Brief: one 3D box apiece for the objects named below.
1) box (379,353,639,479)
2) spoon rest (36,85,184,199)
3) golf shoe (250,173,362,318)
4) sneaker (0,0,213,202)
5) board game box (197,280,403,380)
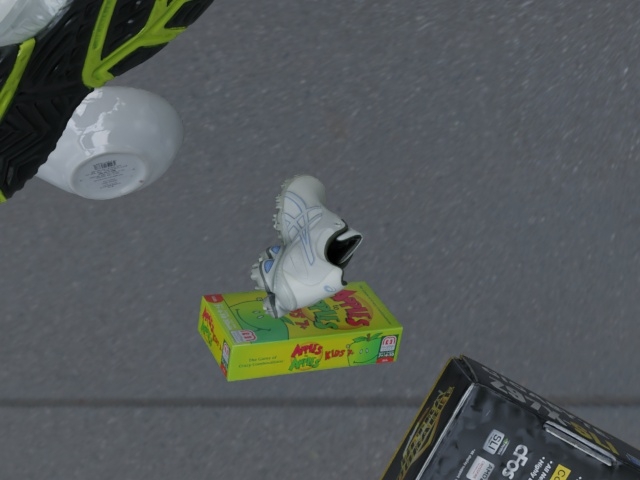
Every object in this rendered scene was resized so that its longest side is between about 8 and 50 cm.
[{"bbox_3d":[0.113,0.267,0.740,0.257,0.079,0.322,28,95,-7],"label":"box"},{"bbox_3d":[-0.257,-0.076,1.122,0.276,0.137,0.084,-13,58,-11],"label":"spoon rest"},{"bbox_3d":[0.000,0.000,1.110,0.086,0.176,0.069,-11,126,17],"label":"golf shoe"},{"bbox_3d":[-0.228,-0.131,0.826,0.385,0.145,0.147,-41,65,-17],"label":"sneaker"},{"bbox_3d":[-0.020,0.088,1.268,0.181,0.092,0.043,-4,121,-24],"label":"board game box"}]
